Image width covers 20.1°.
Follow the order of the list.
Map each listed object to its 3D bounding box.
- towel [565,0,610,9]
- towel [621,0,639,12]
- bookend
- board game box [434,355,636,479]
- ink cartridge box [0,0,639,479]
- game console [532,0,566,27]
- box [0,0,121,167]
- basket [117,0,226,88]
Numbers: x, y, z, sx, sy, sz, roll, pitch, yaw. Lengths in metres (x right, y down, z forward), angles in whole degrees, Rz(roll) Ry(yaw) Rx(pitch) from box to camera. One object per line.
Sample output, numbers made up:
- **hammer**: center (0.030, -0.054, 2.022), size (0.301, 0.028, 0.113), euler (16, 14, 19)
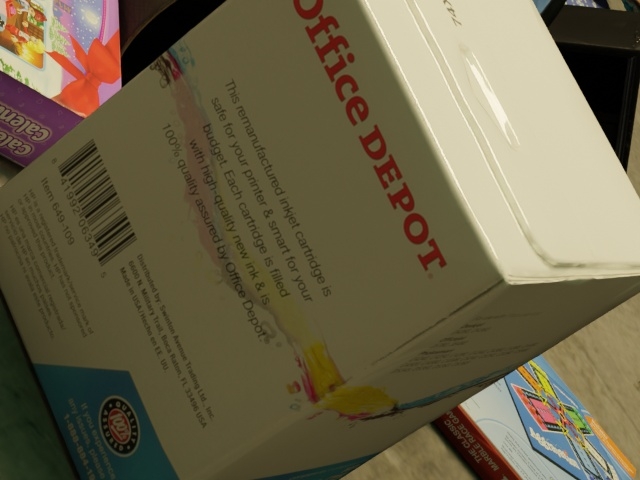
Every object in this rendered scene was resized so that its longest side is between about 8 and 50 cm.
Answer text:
- **towel**: center (0.172, -0.291, 1.737), size (0.336, 0.040, 0.243), euler (8, 56, -54)
- **towel**: center (0.200, -0.395, 1.801), size (0.370, 0.040, 0.271), euler (27, 41, -40)
- **bookend**: center (0.189, -0.117, 1.528), size (0.157, 0.156, 0.072), euler (8, 33, 8)
- **board game box**: center (0.117, 0.100, 1.265), size (0.281, 0.027, 0.145), euler (50, 31, -8)
- **ink cartridge box**: center (0.000, 0.000, 0.948), size (0.197, 0.270, 0.198), euler (0, 60, -56)
- **game console**: center (0.155, -0.096, 1.274), size (0.173, 0.250, 0.293), euler (36, -5, 13)
- **box**: center (-0.211, -0.191, 1.054), size (0.201, 0.057, 0.293), euler (30, 37, -35)
- **basket**: center (-0.062, -0.189, 1.169), size (0.154, 0.204, 0.227), euler (71, -2, -49)
